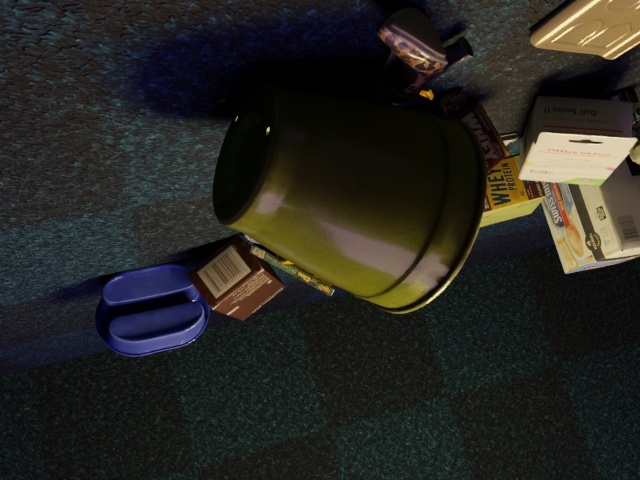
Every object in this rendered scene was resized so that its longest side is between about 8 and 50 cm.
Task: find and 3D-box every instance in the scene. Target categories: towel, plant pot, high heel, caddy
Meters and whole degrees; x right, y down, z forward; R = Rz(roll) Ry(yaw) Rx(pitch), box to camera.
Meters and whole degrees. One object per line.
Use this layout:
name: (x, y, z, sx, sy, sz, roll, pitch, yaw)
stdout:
towel: (0.421, -0.228, 1.742, 0.113, 0.023, 0.152, -10, 166, -18)
plant pot: (0.021, -0.093, 1.149, 0.352, 0.367, 0.366, 17, 152, -27)
high heel: (0.109, -0.269, 1.062, 0.186, 0.093, 0.261, -25, 168, 34)
caddy: (-0.501, 0.210, 2.044, 0.341, 0.241, 0.179, -11, 162, -17)

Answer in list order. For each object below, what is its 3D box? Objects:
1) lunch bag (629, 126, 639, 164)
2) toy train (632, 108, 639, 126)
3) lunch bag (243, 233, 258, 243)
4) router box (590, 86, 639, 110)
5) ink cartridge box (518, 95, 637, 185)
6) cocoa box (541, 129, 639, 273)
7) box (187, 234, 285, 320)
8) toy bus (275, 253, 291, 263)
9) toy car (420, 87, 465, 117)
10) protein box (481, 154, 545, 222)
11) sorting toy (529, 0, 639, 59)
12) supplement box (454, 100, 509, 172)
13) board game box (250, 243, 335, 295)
lunch bag: (0.952, -0.302, 1.722, 0.286, 0.169, 0.235, -17, 168, -14)
toy train: (0.826, -0.319, 1.821, 0.036, 0.027, 0.158, 0, 164, -15)
lunch bag: (-0.021, -0.039, 1.641, 0.303, 0.115, 0.243, 17, 150, -24)
router box: (0.685, -0.304, 1.673, 0.133, 0.046, 0.179, -16, 167, 5)
ink cartridge box: (0.579, -0.233, 1.557, 0.207, 0.119, 0.353, 6, 171, 10)
cocoa box: (0.803, -0.108, 1.958, 0.231, 0.347, 0.228, -8, 165, -26)
box: (-0.247, 0.126, 2.087, 0.191, 0.143, 0.381, -38, 168, -1)
toy bus: (0.000, 0.000, 1.973, 0.108, 0.130, 0.332, -23, 165, 29)
toy car: (0.232, -0.283, 1.312, 0.040, 0.060, 0.122, 31, -178, 42)
protein box: (0.515, -0.138, 1.972, 0.199, 0.136, 0.201, -15, 168, 3)
sorting toy: (0.525, -0.403, 1.114, 0.229, 0.041, 0.307, -1, 161, -33)
supplement box: (0.249, -0.166, 1.416, 0.194, 0.129, 0.191, -27, -173, 46)
board game box: (-0.071, 0.072, 1.951, 0.030, 0.259, 0.136, -61, 178, 10)
